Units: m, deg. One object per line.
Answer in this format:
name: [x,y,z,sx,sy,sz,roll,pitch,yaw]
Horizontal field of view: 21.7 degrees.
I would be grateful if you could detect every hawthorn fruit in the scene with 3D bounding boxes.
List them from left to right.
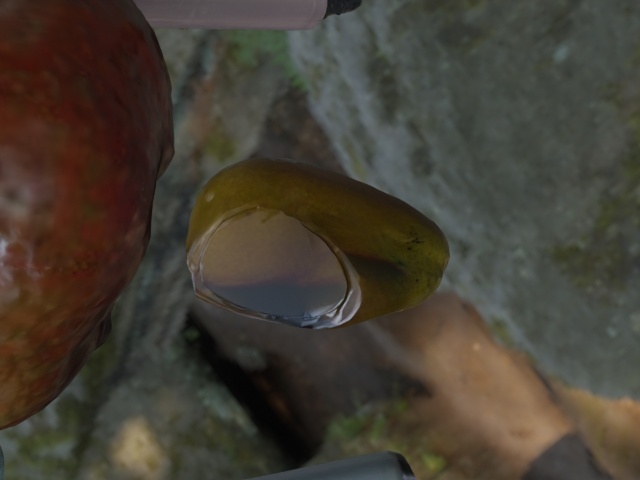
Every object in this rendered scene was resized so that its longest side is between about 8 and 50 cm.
hawthorn fruit: [-0.257,-0.063,0.869,0.369,0.285,0.284,30,172,-18]

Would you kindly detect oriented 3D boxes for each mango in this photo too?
mango: [0.000,0.000,1.528,0.236,0.136,0.166,16,-168,6]

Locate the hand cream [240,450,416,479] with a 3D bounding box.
hand cream: [-0.081,0.279,1.474,0.118,0.358,0.186,-107,4,-57]

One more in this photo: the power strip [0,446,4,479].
power strip: [-0.422,0.240,1.670,0.261,0.141,0.230,27,121,29]

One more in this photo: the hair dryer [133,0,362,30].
hair dryer: [-0.114,-0.162,1.192,0.189,0.344,0.107,-57,47,40]
